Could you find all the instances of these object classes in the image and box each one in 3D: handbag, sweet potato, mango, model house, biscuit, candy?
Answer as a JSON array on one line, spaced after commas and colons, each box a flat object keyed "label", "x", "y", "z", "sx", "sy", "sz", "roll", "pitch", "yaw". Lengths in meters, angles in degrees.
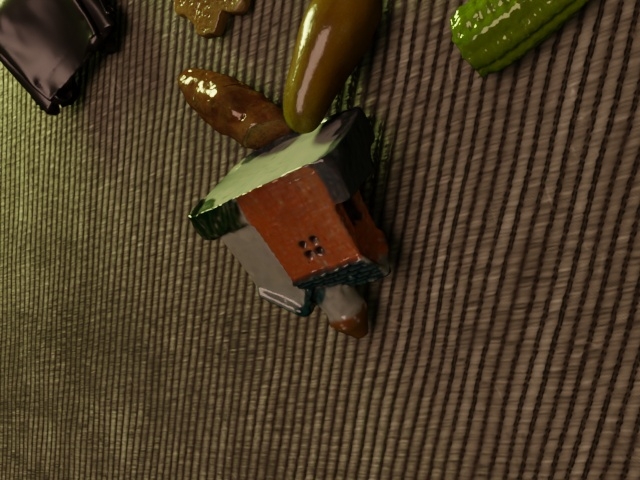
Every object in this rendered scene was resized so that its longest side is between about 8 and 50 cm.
[{"label": "handbag", "x": -0.529, "y": -0.422, "z": 1.274, "sx": 0.285, "sy": 0.113, "sz": 0.257, "roll": -39, "pitch": 80, "yaw": 26}, {"label": "sweet potato", "x": -0.150, "y": -0.218, "z": 1.036, "sx": 0.251, "sy": 0.097, "sz": 0.097, "roll": 33, "pitch": 115, "yaw": 26}, {"label": "mango", "x": 0.008, "y": -0.257, "z": 0.888, "sx": 0.099, "sy": 0.136, "sz": 0.228, "roll": 23, "pitch": 96, "yaw": -9}, {"label": "model house", "x": 0.000, "y": 0.000, "z": 0.940, "sx": 0.271, "sy": 0.190, "sz": 0.301, "roll": -20, "pitch": 108, "yaw": 31}, {"label": "biscuit", "x": -0.158, "y": -0.447, "z": 1.047, "sx": 0.166, "sy": 0.036, "sz": 0.225, "roll": 45, "pitch": 117, "yaw": 21}, {"label": "candy", "x": 0.250, "y": -0.280, "z": 0.741, "sx": 0.209, "sy": 0.096, "sz": 0.097, "roll": -32, "pitch": 78, "yaw": 32}]
